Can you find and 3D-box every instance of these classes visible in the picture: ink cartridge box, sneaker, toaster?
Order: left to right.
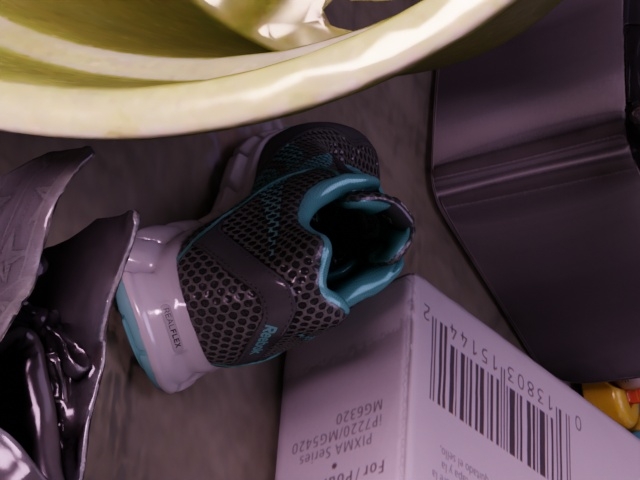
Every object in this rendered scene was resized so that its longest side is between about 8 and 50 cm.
[{"bbox_3d":[-0.089,0.061,0.401,0.051,0.089,0.170,53,33,-42],"label":"sneaker"},{"bbox_3d":[0.000,0.000,0.640,0.065,0.076,0.166,70,25,-16],"label":"sneaker"},{"bbox_3d":[0.097,0.190,0.690,0.296,0.066,0.261,36,44,-37],"label":"ink cartridge box"},{"bbox_3d":[0.132,-0.046,0.907,0.185,0.110,0.168,54,31,-40],"label":"toaster"}]

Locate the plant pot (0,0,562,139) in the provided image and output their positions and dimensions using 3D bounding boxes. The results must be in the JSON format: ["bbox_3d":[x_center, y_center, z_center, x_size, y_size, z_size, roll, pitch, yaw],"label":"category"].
[{"bbox_3d":[-0.008,-0.149,0.520,0.254,0.276,0.276,15,64,-75],"label":"plant pot"}]

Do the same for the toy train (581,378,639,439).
[{"bbox_3d":[0.169,0.072,1.003,0.125,0.046,0.166,-40,113,-63],"label":"toy train"}]
